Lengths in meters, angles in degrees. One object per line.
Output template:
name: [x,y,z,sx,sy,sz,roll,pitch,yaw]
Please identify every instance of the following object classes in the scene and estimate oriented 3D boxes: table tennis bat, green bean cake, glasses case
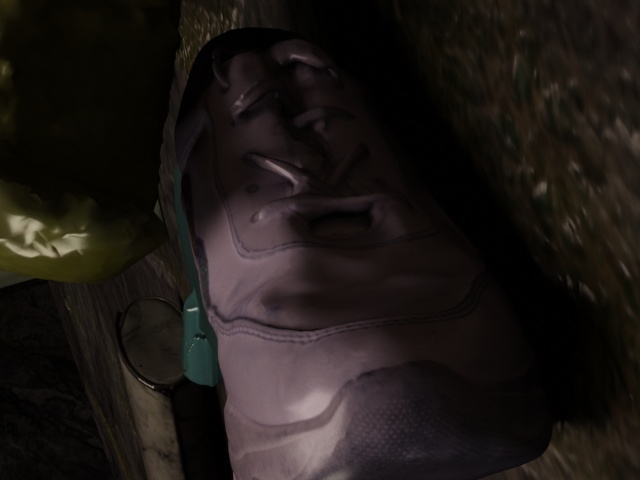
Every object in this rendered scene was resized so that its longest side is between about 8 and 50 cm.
table tennis bat: [-0.070,0.031,1.039,0.201,0.033,0.124,96,157,-55]
green bean cake: [-0.100,-0.120,0.559,0.233,0.124,0.236,-128,48,-77]
glasses case: [-0.112,0.190,1.364,0.114,0.060,0.299,-120,18,-49]

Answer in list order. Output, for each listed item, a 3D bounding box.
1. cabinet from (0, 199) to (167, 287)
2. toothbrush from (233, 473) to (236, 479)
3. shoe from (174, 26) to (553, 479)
cabinet: [-0.247,-0.056,1.302,0.150,0.206,0.145,-136,32,-67]
toothbrush: [-0.055,0.237,1.266,0.286,0.025,0.020,93,159,-54]
shoe: [0.000,0.000,0.523,0.245,0.095,0.138,-140,34,-79]
